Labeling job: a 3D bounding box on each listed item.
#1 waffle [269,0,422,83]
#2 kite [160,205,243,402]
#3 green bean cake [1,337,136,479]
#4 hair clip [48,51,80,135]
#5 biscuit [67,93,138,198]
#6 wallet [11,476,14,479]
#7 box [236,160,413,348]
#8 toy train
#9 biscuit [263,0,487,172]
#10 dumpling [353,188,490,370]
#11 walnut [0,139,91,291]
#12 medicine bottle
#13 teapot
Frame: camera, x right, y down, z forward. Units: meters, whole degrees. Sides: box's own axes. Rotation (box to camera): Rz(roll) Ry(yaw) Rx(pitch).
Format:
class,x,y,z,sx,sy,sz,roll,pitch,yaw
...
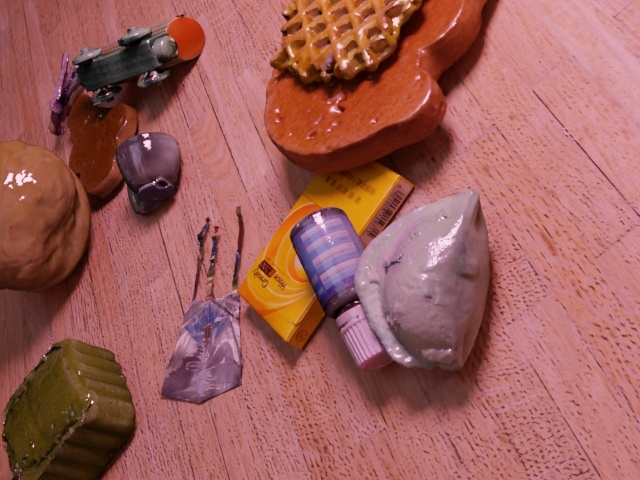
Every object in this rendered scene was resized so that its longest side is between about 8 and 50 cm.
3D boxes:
class,x,y,z,sx,sy,sz,roll,pitch,yaw
waffle,0.041,-0.326,1.235,0.254,0.052,0.245,19,75,46
kite,-0.159,0.094,1.334,0.169,0.015,0.309,-10,64,40
green bean cake,-0.404,0.281,1.389,0.214,0.113,0.200,-51,43,10
hair clip,-0.546,-0.311,1.879,0.146,0.056,0.187,115,173,-58
biscuit,-0.442,-0.205,1.753,0.183,0.047,0.320,-54,42,3
wallet,-0.501,0.562,1.382,0.247,0.041,0.323,-57,40,1
box,0.000,0.000,1.212,0.269,0.043,0.152,-55,40,3
toy train,-0.350,-0.355,1.694,0.286,0.116,0.177,-8,25,42
biscuit,0.076,-0.297,1.263,0.350,0.078,0.455,9,67,39
dumpling,0.120,0.038,0.999,0.105,0.149,0.216,122,163,-80
walnut,-0.557,-0.038,1.608,0.253,0.282,0.276,9,74,21
medicine bottle,0.036,0.059,1.084,0.083,0.083,0.203,-38,64,22
teapot,-0.308,-0.113,1.527,0.149,0.111,0.108,-26,65,25
